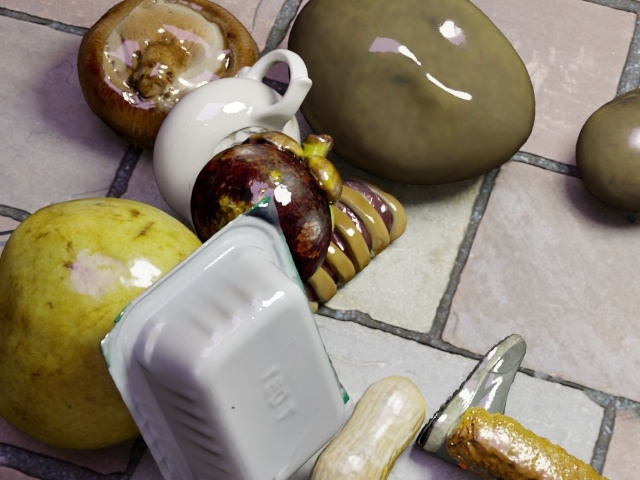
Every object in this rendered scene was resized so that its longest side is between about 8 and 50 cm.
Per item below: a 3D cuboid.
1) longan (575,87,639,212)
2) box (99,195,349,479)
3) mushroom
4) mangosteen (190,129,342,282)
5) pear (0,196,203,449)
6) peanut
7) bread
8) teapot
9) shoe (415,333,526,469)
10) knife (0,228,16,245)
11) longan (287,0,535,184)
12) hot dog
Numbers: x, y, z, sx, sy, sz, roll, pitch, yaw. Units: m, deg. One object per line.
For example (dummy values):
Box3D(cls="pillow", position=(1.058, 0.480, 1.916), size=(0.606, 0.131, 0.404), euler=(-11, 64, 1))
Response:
Box3D(cls="longan", position=(0.429, -0.122, 1.958), size=(0.167, 0.167, 0.187), euler=(24, 61, 14))
Box3D(cls="box", position=(-0.076, 0.159, 1.648), size=(0.264, 0.337, 0.106), euler=(-41, 44, -24))
Box3D(cls="mushroom", position=(-0.209, -0.236, 2.018), size=(0.253, 0.153, 0.253), euler=(4, 60, -7))
Box3D(cls="mangosteen", position=(-0.052, -0.047, 1.783), size=(0.192, 0.192, 0.217), euler=(39, 70, 21))
Box3D(cls="pear", position=(-0.251, 0.094, 1.728), size=(0.303, 0.304, 0.304), euler=(1, 56, -1))
Box3D(cls="peanut", position=(0.055, 0.248, 1.747), size=(0.087, 0.087, 0.207), euler=(28, 61, 16))
Box3D(cls="bread", position=(0.000, 0.000, 1.911), size=(0.134, 0.081, 0.225), euler=(38, 67, 22))
Box3D(cls="teapot", position=(-0.112, -0.119, 1.902), size=(0.204, 0.298, 0.139), euler=(11, 21, -35))
Box3D(cls="shoe", position=(0.202, 0.201, 1.798), size=(0.077, 0.074, 0.194), euler=(41, 66, 9))
Box3D(cls="knife", position=(-0.423, 0.108, 1.835), size=(0.123, 0.053, 0.278), euler=(-11, 49, 43))
Box3D(cls="longan", position=(0.118, -0.209, 1.952), size=(0.350, 0.288, 0.288), euler=(26, 59, 2))
Box3D(cls="hot dog", position=(0.282, 0.287, 1.714), size=(0.289, 0.068, 0.083), euler=(29, 76, 4))
